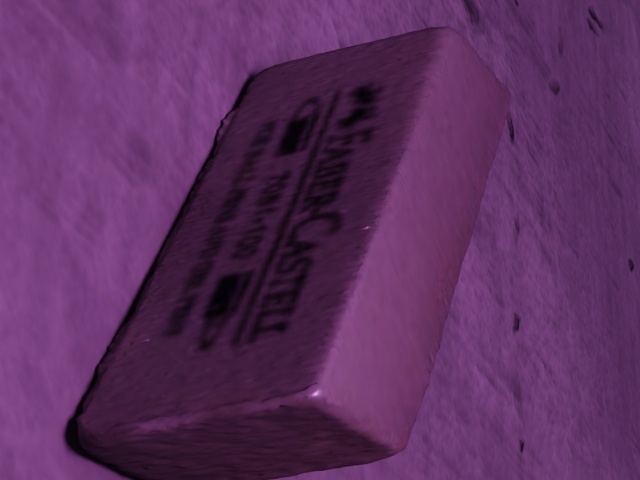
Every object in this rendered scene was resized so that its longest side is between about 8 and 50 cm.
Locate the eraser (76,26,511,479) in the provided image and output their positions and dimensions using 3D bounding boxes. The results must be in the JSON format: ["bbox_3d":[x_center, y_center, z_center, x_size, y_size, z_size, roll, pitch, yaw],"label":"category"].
[{"bbox_3d":[0.000,-0.001,0.870,0.077,0.111,0.352,65,25,-26],"label":"eraser"}]
